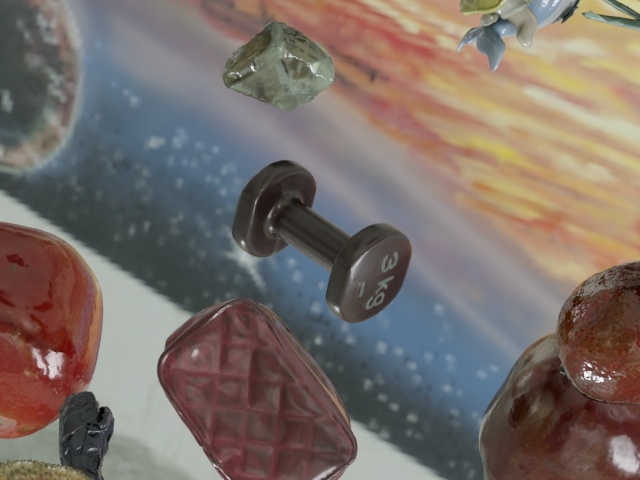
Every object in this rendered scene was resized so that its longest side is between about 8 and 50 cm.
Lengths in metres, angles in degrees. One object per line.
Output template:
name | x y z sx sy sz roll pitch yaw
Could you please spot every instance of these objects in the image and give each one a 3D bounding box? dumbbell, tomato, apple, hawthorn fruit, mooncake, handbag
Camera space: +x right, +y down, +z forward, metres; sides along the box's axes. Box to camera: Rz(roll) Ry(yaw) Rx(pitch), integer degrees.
dumbbell | 0.000 0.000 2.072 0.225 0.140 0.124 35 -147 33
tomato | -0.497 0.136 2.482 0.325 0.290 0.293 23 -133 -4
apple | 0.383 0.272 2.307 0.288 0.317 0.288 30 -151 -19
hawthorn fruit | 0.336 0.108 1.784 0.169 0.188 0.169 24 -125 -41
mooncake | -0.061 -0.243 2.219 0.125 0.130 0.073 28 -134 -33
handbag | -0.063 0.168 1.636 0.225 0.146 0.135 53 178 3

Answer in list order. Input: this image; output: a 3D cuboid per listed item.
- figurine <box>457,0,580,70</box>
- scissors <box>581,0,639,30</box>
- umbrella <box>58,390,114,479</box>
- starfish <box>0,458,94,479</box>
figurine | 0.202 -0.290 1.721 0.184 0.208 0.128 20 -170 -26
scissors | 0.323 -0.202 1.526 0.248 0.017 0.144 16 -146 -34
umbrella | -0.279 0.288 1.895 0.071 0.071 0.248 9 -131 -15
starfish | -0.367 0.319 1.549 0.303 0.312 0.113 41 -178 -26
